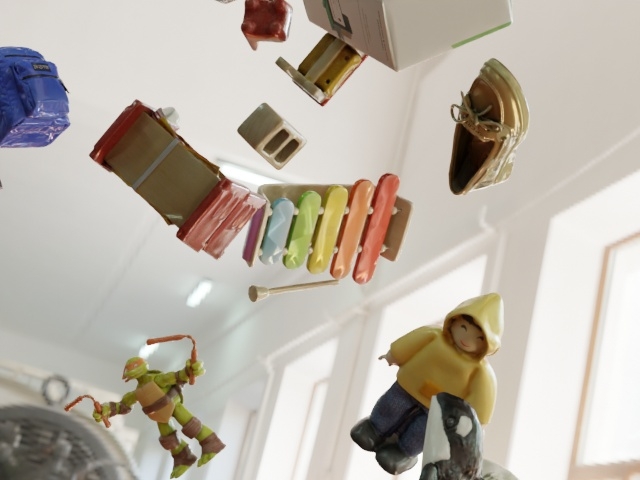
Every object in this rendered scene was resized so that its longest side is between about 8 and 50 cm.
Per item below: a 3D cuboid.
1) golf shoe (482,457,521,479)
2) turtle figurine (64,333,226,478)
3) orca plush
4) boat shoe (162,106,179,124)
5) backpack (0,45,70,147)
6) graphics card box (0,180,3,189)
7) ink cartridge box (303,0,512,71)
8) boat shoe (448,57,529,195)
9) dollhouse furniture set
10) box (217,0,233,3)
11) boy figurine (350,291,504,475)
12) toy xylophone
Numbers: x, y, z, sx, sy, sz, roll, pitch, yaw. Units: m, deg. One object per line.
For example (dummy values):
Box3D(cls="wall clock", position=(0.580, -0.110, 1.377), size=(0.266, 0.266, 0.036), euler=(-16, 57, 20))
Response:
Box3D(cls="golf shoe", position=(0.306, 0.444, 1.912), size=(0.140, 0.115, 0.306), euler=(57, -3, -29))
Box3D(cls="turtle figurine", position=(-0.260, 0.268, 1.788), size=(0.270, 0.217, 0.087), euler=(-30, 6, 19))
Box3D(cls="orca plush", position=(0.169, 0.330, 1.335), size=(0.102, 0.287, 0.151), euler=(4, -25, 16))
Box3D(cls="boat shoe", position=(-0.298, -0.178, 1.983), size=(0.070, 0.078, 0.219), euler=(54, -30, -15))
Box3D(cls="backpack", position=(-0.374, -0.189, 1.424), size=(0.101, 0.120, 0.098), euler=(-35, -18, 31))
Box3D(cls="graphics card box", position=(-0.682, -0.216, 1.814), size=(0.094, 0.370, 0.233), euler=(-3, 17, 45))
Box3D(cls="ink cartridge box", position=(0.090, -0.289, 1.289), size=(0.219, 0.160, 0.092), euler=(43, -28, 53))
Box3D(cls="boat shoe", position=(0.252, -0.162, 1.733), size=(0.104, 0.089, 0.285), euler=(51, -17, 29))
Box3D(cls="dollhouse furniture set", position=(-0.118, -0.178, 1.590), size=(0.201, 0.374, 0.152), euler=(43, 3, 18))
Box3D(cls="box", position=(-0.246, -0.645, 2.041), size=(0.396, 0.293, 0.212), euler=(12, -14, -44))
Box3D(cls="boy figurine", position=(0.164, 0.191, 1.509), size=(0.177, 0.285, 0.092), euler=(45, 30, 16))
Box3D(cls="toy xylophone", position=(0.000, 0.000, 1.861), size=(0.323, 0.236, 0.081), euler=(-10, 32, -32))
